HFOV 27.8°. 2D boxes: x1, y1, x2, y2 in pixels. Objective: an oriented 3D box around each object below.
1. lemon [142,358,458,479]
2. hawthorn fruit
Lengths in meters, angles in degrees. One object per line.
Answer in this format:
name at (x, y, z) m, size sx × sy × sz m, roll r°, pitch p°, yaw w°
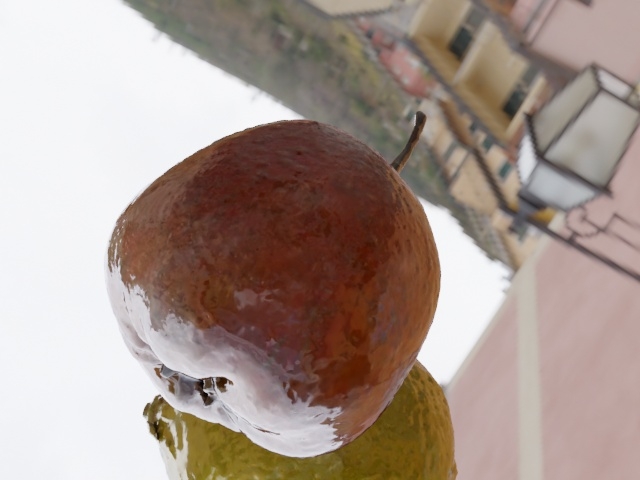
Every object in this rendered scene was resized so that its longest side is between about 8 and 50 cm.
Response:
lemon at (-0.015, 0.192, 1.229) m, size 0.310 × 0.253 × 0.253 m, roll 16°, pitch -151°, yaw -5°
hawthorn fruit at (-0.028, 0.022, 0.901) m, size 0.231 × 0.263 × 0.235 m, roll 20°, pitch -167°, yaw -27°
